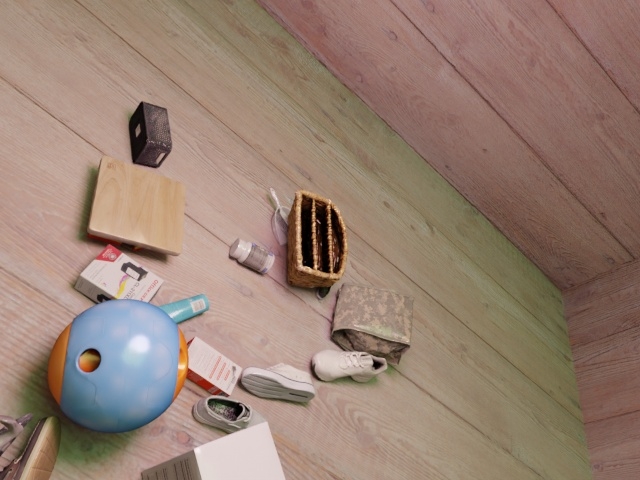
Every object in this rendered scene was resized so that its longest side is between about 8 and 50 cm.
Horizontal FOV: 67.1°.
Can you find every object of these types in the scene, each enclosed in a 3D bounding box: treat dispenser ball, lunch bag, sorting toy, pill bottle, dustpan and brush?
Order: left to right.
[{"bbox_3d":[-0.442,0.274,1.075,0.288,0.288,0.288,26,46,-30],"label":"treat dispenser ball"},{"bbox_3d":[-0.536,-0.083,1.409,0.255,0.089,0.257,19,49,-35],"label":"sorting toy"},{"bbox_3d":[-0.230,0.050,1.623,0.137,0.078,0.078,30,44,-27],"label":"pill bottle"},{"bbox_3d":[-0.147,-0.098,1.831,0.147,0.060,0.211,-27,82,-51],"label":"dustpan and brush"},{"bbox_3d":[0.182,0.293,1.774,0.287,0.169,0.235,18,44,-2],"label":"lunch bag"}]

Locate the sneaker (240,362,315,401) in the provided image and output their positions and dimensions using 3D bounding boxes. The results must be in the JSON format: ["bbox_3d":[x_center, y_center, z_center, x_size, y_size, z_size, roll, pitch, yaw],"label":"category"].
[{"bbox_3d":[-0.131,0.417,1.454,0.258,0.094,0.091,29,26,-33],"label":"sneaker"}]

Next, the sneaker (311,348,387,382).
[{"bbox_3d":[0.100,0.413,1.641,0.297,0.129,0.111,13,55,-37],"label":"sneaker"}]

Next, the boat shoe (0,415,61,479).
[{"bbox_3d":[-0.591,0.478,0.928,0.092,0.103,0.285,6,51,-3],"label":"boat shoe"}]

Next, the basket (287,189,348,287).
[{"bbox_3d":[0.000,0.000,1.692,0.213,0.223,0.299,3,68,-11],"label":"basket"}]

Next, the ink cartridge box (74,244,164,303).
[{"bbox_3d":[-0.524,0.115,1.272,0.175,0.072,0.127,36,41,-11],"label":"ink cartridge box"}]

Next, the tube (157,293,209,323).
[{"bbox_3d":[-0.412,0.204,1.354,0.207,0.052,0.080,-16,61,-43],"label":"tube"}]

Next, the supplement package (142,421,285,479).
[{"bbox_3d":[-0.236,0.560,1.086,0.199,0.262,0.198,-1,63,-46],"label":"supplement package"}]

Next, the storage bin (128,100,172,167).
[{"bbox_3d":[-0.551,-0.341,1.561,0.084,0.122,0.180,7,57,-42],"label":"storage bin"}]

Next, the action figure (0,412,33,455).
[{"bbox_3d":[-0.609,0.454,0.808,0.178,0.341,0.330,60,45,-61],"label":"action figure"}]

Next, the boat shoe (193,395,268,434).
[{"bbox_3d":[-0.228,0.474,1.303,0.227,0.081,0.079,28,45,-28],"label":"boat shoe"}]

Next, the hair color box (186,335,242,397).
[{"bbox_3d":[-0.309,0.354,1.336,0.167,0.053,0.093,39,40,-15],"label":"hair color box"}]

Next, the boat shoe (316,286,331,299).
[{"bbox_3d":[0.025,0.165,1.820,0.049,0.040,0.142,41,40,-15],"label":"boat shoe"}]
